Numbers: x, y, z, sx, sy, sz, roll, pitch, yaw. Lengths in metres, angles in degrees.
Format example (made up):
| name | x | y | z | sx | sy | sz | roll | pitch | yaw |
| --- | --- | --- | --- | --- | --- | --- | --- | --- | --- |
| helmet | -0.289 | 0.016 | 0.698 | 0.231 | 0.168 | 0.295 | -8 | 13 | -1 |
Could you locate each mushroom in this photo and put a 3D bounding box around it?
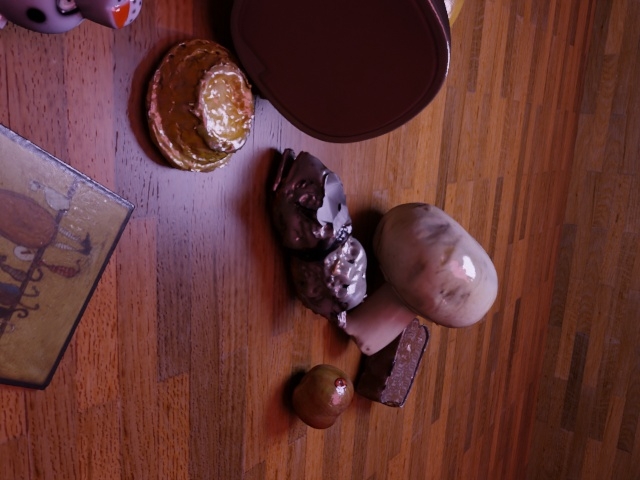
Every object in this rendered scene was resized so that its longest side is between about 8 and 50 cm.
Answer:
| name | x | y | z | sx | sy | sz | roll | pitch | yaw |
| --- | --- | --- | --- | --- | --- | --- | --- | --- | --- |
| mushroom | 0.191 | 0.094 | 1.186 | 0.336 | 0.314 | 0.314 | -40 | 139 | 4 |

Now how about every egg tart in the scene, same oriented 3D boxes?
| name | x | y | z | sx | sy | sz | roll | pitch | yaw |
| --- | --- | --- | --- | --- | --- | --- | --- | --- | --- |
| egg tart | -0.153 | -0.186 | 0.771 | 0.191 | 0.074 | 0.191 | -15 | 109 | -50 |

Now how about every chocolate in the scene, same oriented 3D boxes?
| name | x | y | z | sx | sy | sz | roll | pitch | yaw |
| --- | --- | --- | --- | --- | --- | --- | --- | --- | --- |
| chocolate | 0.171 | 0.281 | 1.319 | 0.148 | 0.093 | 0.214 | 37 | 71 | -53 |

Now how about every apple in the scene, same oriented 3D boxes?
| name | x | y | z | sx | sy | sz | roll | pitch | yaw |
| --- | --- | --- | --- | --- | --- | --- | --- | --- | --- |
| apple | 0.002 | 0.303 | 1.084 | 0.126 | 0.102 | 0.126 | -50 | 175 | -6 |

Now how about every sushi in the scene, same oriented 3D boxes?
| name | x | y | z | sx | sy | sz | roll | pitch | yaw |
| --- | --- | --- | --- | --- | --- | --- | --- | --- | --- |
| sushi | 0.000 | 0.000 | 0.978 | 0.124 | 0.130 | 0.332 | -43 | 131 | -38 |

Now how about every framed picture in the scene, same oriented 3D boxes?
| name | x | y | z | sx | sy | sz | roll | pitch | yaw |
| --- | --- | --- | --- | --- | --- | --- | --- | --- | --- |
| framed picture | -0.354 | 0.009 | 0.562 | 0.339 | 0.014 | 0.255 | 44 | 64 | -59 |

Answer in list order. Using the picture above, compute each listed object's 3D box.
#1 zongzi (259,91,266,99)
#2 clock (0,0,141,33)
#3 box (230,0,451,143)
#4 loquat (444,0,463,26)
| name | x | y | z | sx | sy | sz | roll | pitch | yaw |
| --- | --- | --- | --- | --- | --- | --- | --- | --- | --- |
| zongzi | -0.071 | -0.266 | 0.894 | 0.076 | 0.040 | 0.083 | -13 | 92 | -58 |
| clock | -0.245 | -0.314 | 0.543 | 0.189 | 0.189 | 0.253 | 31 | 81 | -52 |
| box | 0.042 | -0.324 | 0.812 | 0.216 | 0.301 | 0.300 | -74 | 150 | -44 |
| loquat | 0.161 | -0.452 | 1.013 | 0.208 | 0.208 | 0.207 | -20 | 115 | -49 |
